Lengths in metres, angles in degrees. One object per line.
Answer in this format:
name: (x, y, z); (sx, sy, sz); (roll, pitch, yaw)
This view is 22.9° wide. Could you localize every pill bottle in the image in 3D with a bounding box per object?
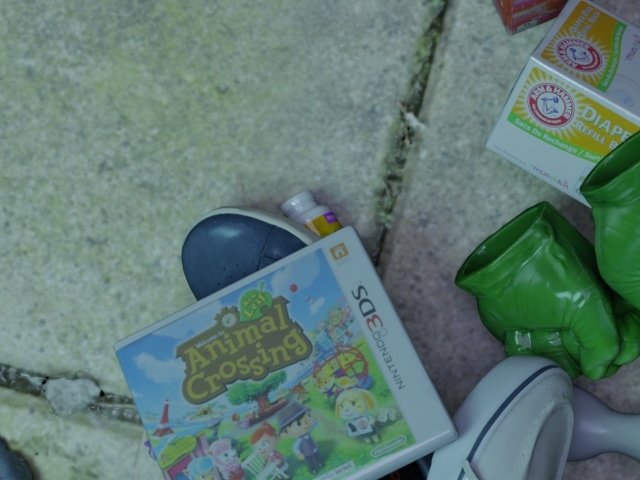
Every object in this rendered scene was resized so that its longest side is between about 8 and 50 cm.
pill bottle: (0.000, 0.000, 1.330); (0.043, 0.043, 0.083); (-32, 82, 2)

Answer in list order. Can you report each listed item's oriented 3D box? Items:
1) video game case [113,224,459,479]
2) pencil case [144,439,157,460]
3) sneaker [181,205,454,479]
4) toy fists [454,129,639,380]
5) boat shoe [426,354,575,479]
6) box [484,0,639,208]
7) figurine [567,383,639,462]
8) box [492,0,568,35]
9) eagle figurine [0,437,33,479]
video game case: (-0.031, 0.112, 1.190); (0.212, 0.023, 0.193); (-27, 61, 1)
pencil case: (-0.051, 0.215, 1.298); (0.206, 0.088, 0.086); (47, 50, 8)
sneaker: (-0.004, 0.120, 1.249); (0.350, 0.148, 0.131); (48, 120, 9)
toy fists: (0.230, 0.023, 1.216); (0.142, 0.096, 0.279); (44, 133, -8)
boat shoe: (0.140, 0.251, 1.128); (0.156, 0.136, 0.367); (7, 56, 37)
box: (0.253, -0.089, 1.263); (0.203, 0.103, 0.114); (31, 46, 8)
figurine: (0.241, 0.209, 1.235); (0.209, 0.092, 0.215); (3, 68, 32)
box: (0.260, -0.308, 1.287); (0.300, 0.142, 0.154); (-23, 82, 3)
eagle figurine: (-0.334, 0.245, 1.290); (0.298, 0.225, 0.226); (27, 42, 36)
